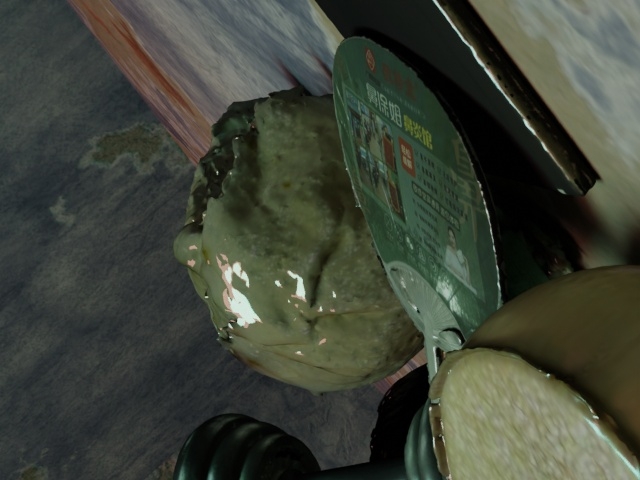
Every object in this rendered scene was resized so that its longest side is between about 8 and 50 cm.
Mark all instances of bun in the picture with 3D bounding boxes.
[{"bbox_3d":[-0.014,0.013,1.174,0.281,0.205,0.281,47,175,5],"label":"bun"}]

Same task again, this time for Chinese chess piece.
[{"bbox_3d":[0.168,0.145,0.700,0.270,0.112,0.270,53,158,32],"label":"Chinese chess piece"}]

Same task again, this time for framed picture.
[{"bbox_3d":[0.006,-0.167,0.776,0.339,0.014,0.255,51,175,-13],"label":"framed picture"}]

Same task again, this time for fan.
[{"bbox_3d":[0.051,-0.005,0.869,0.294,0.012,0.223,95,151,-55],"label":"fan"}]

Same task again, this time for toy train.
[{"bbox_3d":[0.141,0.053,0.894,0.194,0.081,0.125,52,-177,-17],"label":"toy train"}]

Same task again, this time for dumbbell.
[{"bbox_3d":[0.039,0.217,1.232,0.179,0.406,0.179,30,-127,-49],"label":"dumbbell"}]

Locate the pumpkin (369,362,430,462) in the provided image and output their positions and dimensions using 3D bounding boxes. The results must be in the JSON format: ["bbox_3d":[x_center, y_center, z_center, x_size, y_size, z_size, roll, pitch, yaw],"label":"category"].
[{"bbox_3d":[0.146,0.230,1.401,0.233,0.163,0.233,-14,-90,-70],"label":"pumpkin"}]

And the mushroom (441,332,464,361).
[{"bbox_3d":[0.144,0.093,1.080,0.109,0.085,0.126,50,-178,-13],"label":"mushroom"}]
